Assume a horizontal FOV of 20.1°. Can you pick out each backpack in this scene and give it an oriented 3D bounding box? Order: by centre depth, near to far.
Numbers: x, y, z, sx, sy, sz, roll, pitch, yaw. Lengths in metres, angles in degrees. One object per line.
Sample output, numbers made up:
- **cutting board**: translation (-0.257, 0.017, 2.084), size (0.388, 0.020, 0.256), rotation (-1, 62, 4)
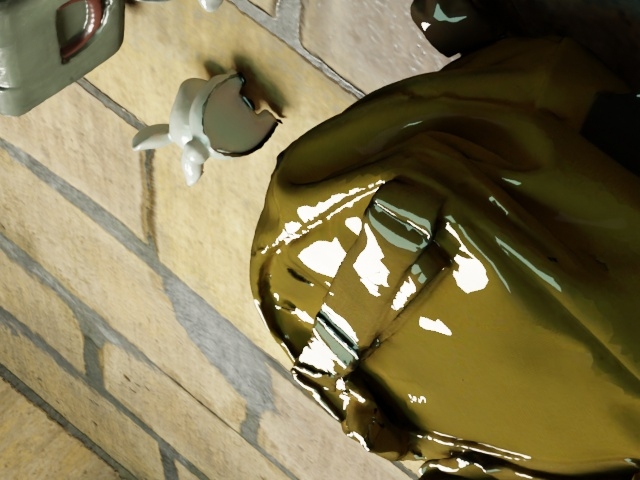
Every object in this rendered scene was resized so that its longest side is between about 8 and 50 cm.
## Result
- **backpack**: translation (0.113, 0.029, 1.117), size (0.353, 0.201, 0.378), rotation (49, 150, -17)

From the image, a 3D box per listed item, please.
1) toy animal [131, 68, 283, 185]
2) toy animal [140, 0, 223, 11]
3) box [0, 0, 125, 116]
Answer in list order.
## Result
- **toy animal**: translation (-0.089, -0.092, 1.463), size (0.071, 0.085, 0.124), rotation (32, 171, -23)
- **toy animal**: translation (-0.104, -0.224, 1.222), size (0.104, 0.131, 0.221), rotation (7, -173, -5)
- **box**: translation (-0.234, -0.206, 1.405), size (0.129, 0.148, 0.210), rotation (50, 162, 15)
